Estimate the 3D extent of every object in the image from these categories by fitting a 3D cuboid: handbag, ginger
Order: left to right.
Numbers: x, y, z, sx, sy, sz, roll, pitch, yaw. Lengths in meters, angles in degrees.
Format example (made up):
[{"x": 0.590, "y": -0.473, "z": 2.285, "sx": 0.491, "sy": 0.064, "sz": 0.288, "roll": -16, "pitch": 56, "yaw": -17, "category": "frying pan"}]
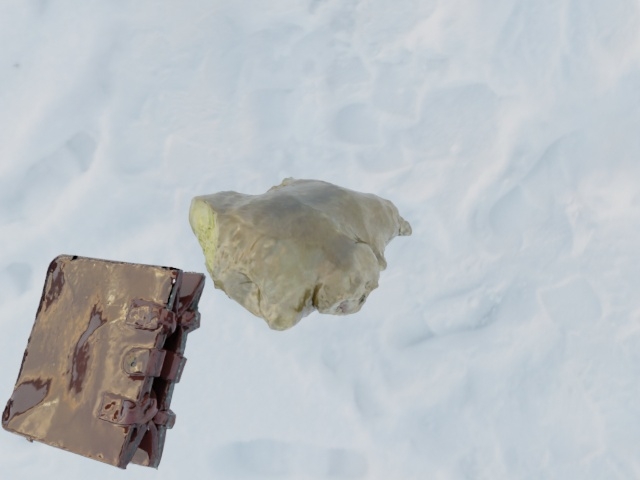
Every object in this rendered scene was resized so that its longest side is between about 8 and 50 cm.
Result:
[{"x": -0.280, "y": 0.149, "z": 1.207, "sx": 0.275, "sy": 0.084, "sz": 0.260, "roll": 5, "pitch": 74, "yaw": 41, "category": "handbag"}, {"x": 0.000, "y": 0.000, "z": 1.042, "sx": 0.219, "sy": 0.270, "sz": 0.123, "roll": 52, "pitch": 148, "yaw": 42, "category": "ginger"}]
